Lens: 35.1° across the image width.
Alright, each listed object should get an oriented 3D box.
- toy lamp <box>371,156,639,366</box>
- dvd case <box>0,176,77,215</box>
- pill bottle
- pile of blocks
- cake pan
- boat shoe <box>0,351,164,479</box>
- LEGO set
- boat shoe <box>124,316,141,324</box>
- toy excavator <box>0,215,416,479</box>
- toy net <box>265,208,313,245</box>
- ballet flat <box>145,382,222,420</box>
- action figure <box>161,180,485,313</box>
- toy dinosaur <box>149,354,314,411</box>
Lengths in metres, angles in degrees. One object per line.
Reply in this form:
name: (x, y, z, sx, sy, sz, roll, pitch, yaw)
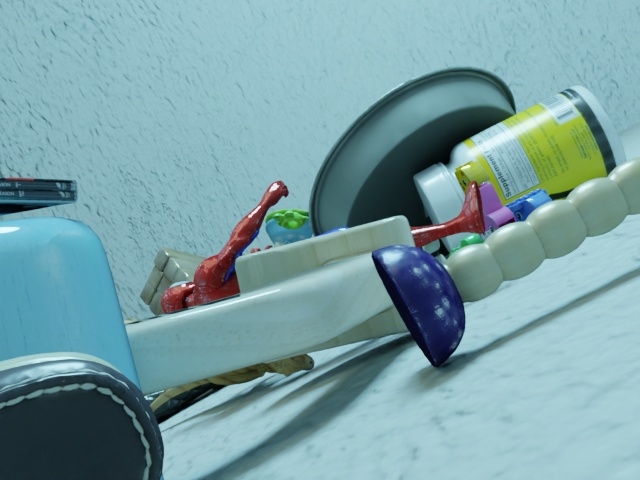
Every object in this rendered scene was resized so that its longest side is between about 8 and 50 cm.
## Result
toy lamp: (0.166, -0.024, 0.545, 0.275, 0.080, 0.080, -29, 0, -2)
dvd case: (-0.187, -0.020, 0.467, 0.087, 0.013, 0.119, -6, -4, 43)
pill bottle: (0.216, -0.074, 1.111, 0.208, 0.119, 0.119, -26, 0, 2)
pile of blocks: (-0.077, 0.088, 1.194, 0.112, 0.149, 0.362, -62, -22, 14)
cake pan: (0.125, -0.070, 1.199, 0.293, 0.054, 0.293, -22, -38, -19)
boat shoe: (-0.155, 0.124, 0.271, 0.285, 0.103, 0.092, -29, 9, -29)
LEGO set: (0.147, -0.026, 0.948, 0.087, 0.093, 0.227, -26, 0, -19)
boat shoe: (-0.234, 0.154, 1.300, 0.341, 0.110, 0.121, -26, 0, -24)
toy excavator: (-0.133, 0.076, 0.530, 0.445, 0.222, 0.433, -13, -1, -4)
toy net: (0.046, -0.014, 1.334, 0.232, 0.045, 0.122, 5, -28, -10)
ballet flat: (-0.148, 0.145, 1.013, 0.173, 0.049, 0.057, -26, -1, -32)
action figure: (0.000, 0.000, 0.832, 0.280, 0.091, 0.139, -15, 39, 15)
toy dinosaur: (-0.084, 0.106, 0.872, 0.211, 0.064, 0.112, -27, 1, 40)
